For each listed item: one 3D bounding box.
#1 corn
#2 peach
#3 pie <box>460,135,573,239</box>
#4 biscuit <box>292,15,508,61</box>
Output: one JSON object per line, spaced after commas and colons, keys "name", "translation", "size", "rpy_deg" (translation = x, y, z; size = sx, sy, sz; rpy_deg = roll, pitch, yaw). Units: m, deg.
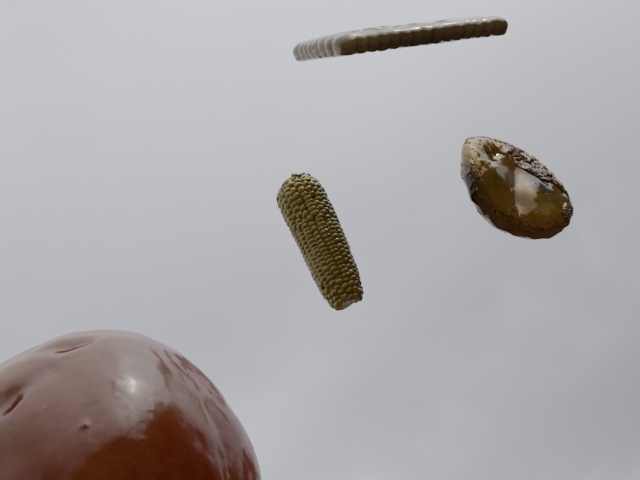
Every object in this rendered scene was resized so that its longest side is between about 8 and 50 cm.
{"name": "corn", "translation": [0.000, -0.002, 1.371], "size": [0.091, 0.260, 0.091], "rpy_deg": [-25, -18, -1]}
{"name": "peach", "translation": [-0.208, 0.268, 0.735], "size": [0.343, 0.301, 0.343], "rpy_deg": [-28, -34, -21]}
{"name": "pie", "translation": [0.399, -0.113, 1.605], "size": [0.273, 0.273, 0.069], "rpy_deg": [-9, -28, -33]}
{"name": "biscuit", "translation": [0.130, -0.344, 1.316], "size": [0.325, 0.217, 0.044], "rpy_deg": [-12, -75, -21]}
